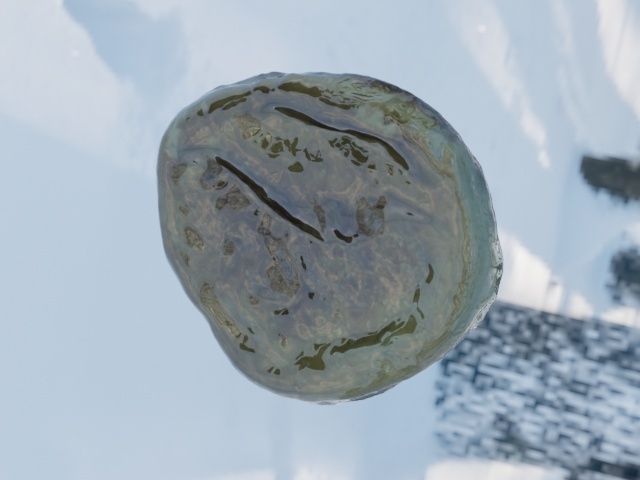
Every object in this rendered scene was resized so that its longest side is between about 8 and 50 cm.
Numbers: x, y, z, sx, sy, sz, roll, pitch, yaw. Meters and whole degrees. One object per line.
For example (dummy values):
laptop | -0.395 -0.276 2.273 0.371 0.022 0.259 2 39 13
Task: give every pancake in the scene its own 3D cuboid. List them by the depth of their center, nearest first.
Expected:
pancake | 0.000 0.000 1.252 0.049 0.295 0.294 -37 138 -59
